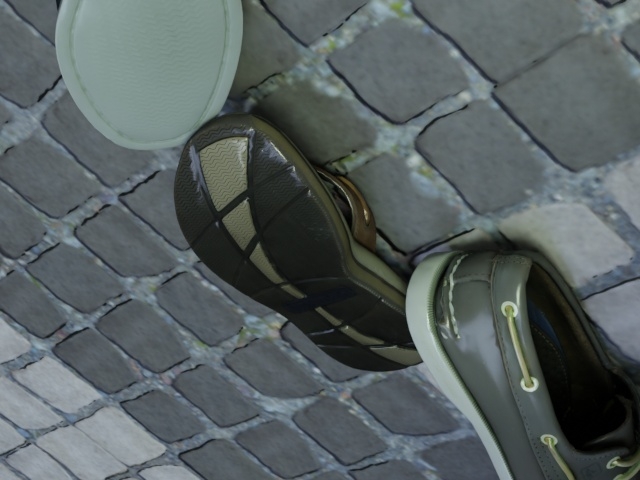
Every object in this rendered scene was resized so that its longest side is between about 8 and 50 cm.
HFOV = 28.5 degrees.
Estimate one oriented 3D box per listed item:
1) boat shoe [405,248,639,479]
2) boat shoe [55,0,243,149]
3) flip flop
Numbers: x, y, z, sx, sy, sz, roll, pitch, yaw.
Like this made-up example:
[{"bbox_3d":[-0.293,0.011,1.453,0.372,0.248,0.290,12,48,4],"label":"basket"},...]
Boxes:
[{"bbox_3d":[0.174,0.127,0.876,0.091,0.109,0.305,-12,123,44],"label":"boat shoe"},{"bbox_3d":[-0.107,-0.184,0.714,0.114,0.091,0.303,-7,138,-10],"label":"boat shoe"},{"bbox_3d":[0.000,0.000,0.869,0.112,0.080,0.277,-15,140,32],"label":"flip flop"}]
